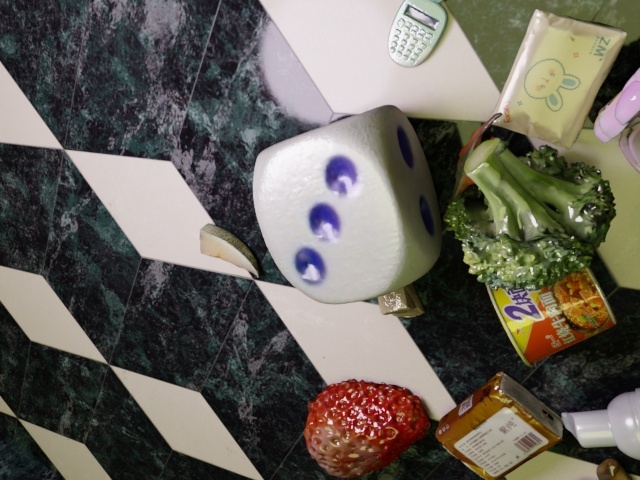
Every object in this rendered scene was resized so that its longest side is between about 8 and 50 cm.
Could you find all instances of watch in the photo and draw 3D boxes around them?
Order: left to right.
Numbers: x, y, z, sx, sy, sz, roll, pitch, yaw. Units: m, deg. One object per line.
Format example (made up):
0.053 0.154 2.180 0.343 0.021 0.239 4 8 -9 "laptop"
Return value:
0.552 -0.177 0.734 0.211 0.248 0.217 -43 78 2 "watch"

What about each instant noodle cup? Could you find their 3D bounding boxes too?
0.432 0.112 0.946 0.174 0.213 0.213 -27 99 22 "instant noodle cup"

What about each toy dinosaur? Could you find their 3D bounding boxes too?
0.284 -0.134 0.952 0.055 0.101 0.279 41 154 30 "toy dinosaur"

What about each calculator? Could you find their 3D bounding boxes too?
0.181 -0.398 0.936 0.095 0.021 0.152 32 122 9 "calculator"

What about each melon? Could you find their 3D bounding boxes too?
-0.229 0.028 1.293 0.182 0.054 0.097 21 125 16 "melon"

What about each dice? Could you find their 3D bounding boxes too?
0.060 -0.073 0.960 0.277 0.304 0.304 -15 102 28 "dice"

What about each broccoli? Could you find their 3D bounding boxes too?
0.340 -0.039 0.851 0.260 0.288 0.235 16 117 -6 "broccoli"

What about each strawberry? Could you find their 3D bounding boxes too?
0.108 0.490 1.280 0.336 0.149 0.264 -26 97 30 "strawberry"

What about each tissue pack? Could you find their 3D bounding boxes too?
0.403 0.433 1.152 0.183 0.092 0.226 40 123 5 "tissue pack"
0.396 -0.272 0.850 0.149 0.092 0.196 23 119 16 "tissue pack"

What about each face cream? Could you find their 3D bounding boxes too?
0.662 0.355 0.967 0.370 0.145 0.145 -19 102 29 "face cream"

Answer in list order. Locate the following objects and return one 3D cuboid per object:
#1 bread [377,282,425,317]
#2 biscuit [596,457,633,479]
0.175 0.099 1.153 0.078 0.105 0.151 -15 73 30 "bread"
0.688 0.583 1.111 0.208 0.047 0.164 30 122 10 "biscuit"
